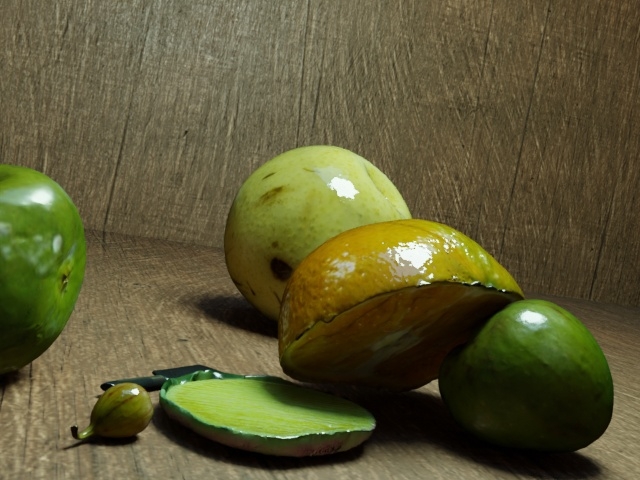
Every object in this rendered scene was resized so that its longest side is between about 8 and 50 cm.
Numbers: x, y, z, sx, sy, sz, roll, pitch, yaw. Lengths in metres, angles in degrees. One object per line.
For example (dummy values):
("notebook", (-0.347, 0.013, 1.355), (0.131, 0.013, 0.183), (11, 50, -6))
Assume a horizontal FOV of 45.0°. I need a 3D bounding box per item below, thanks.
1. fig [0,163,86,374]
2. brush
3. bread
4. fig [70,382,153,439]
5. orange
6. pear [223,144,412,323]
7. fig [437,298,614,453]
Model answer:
("fig", (-0.398, 0.024, 0.823), (0.314, 0.233, 0.233), (7, 3, 28))
("brush", (-0.176, 0.160, 0.890), (0.063, 0.016, 0.193), (12, 4, 30))
("bread", (-0.057, 0.180, 0.809), (0.229, 0.033, 0.228), (11, 3, 0))
("fig", (-0.191, 0.159, 0.699), (0.050, 0.050, 0.083), (13, 20, 34))
("orange", (0.104, 0.094, 0.945), (0.310, 0.274, 0.274), (33, -2, -15))
("pear", (0.000, 0.000, 1.354), (0.349, 0.348, 0.348), (10, 4, -1))
("fig", (0.241, 0.162, 0.886), (0.191, 0.181, 0.181), (36, 6, 3))
